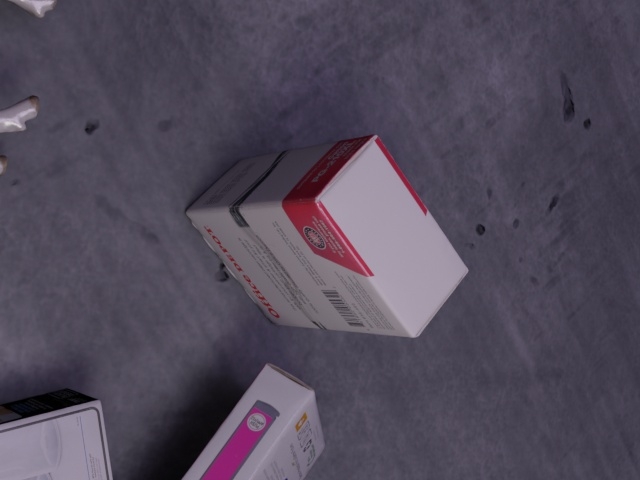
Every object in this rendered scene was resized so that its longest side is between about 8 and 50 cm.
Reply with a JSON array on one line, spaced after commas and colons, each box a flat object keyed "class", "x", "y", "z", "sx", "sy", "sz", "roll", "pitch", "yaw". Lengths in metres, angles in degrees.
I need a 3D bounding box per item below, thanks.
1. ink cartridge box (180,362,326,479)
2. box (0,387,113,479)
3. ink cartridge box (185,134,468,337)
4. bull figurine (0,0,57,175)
[{"class": "ink cartridge box", "x": -0.122, "y": 0.306, "z": 0.965, "sx": 0.371, "sy": 0.069, "sz": 0.176, "roll": -55, "pitch": 161, "yaw": -22}, {"class": "box", "x": -0.328, "y": 0.246, "z": 0.867, "sx": 0.290, "sy": 0.087, "sz": 0.169, "roll": -9, "pitch": 96, "yaw": -33}, {"class": "ink cartridge box", "x": 0.000, "y": 0.000, "z": 0.996, "sx": 0.100, "sy": 0.237, "sz": 0.172, "roll": -48, "pitch": 115, "yaw": -27}, {"class": "bull figurine", "x": -0.330, "y": -0.196, "z": 0.851, "sx": 0.188, "sy": 0.101, "sz": 0.310, "roll": 15, "pitch": 82, "yaw": -35}]
